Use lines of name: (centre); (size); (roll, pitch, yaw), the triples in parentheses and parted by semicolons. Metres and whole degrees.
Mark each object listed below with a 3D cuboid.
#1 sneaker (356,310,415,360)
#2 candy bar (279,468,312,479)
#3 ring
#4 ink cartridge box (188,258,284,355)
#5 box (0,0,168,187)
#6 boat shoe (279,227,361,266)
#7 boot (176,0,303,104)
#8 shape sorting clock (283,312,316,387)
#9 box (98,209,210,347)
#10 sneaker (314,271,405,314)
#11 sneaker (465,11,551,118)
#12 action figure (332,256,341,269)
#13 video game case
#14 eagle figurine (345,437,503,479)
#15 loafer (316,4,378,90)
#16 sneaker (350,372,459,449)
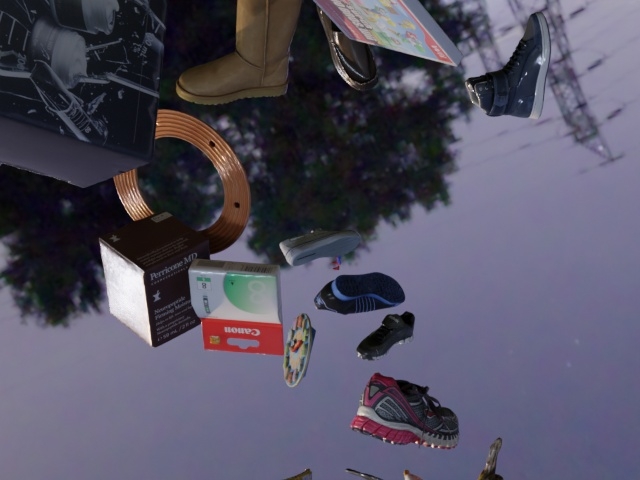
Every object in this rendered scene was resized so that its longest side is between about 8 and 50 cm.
sneaker: (0.184, 0.253, 2.670); (0.078, 0.106, 0.234); (32, -146, 32)
candy bar: (-0.054, 0.539, 2.152); (0.018, 0.040, 0.161); (-8, 175, 22)
ring: (-0.293, -0.122, 2.053); (0.336, 0.336, 0.032); (-17, -163, 33)
ink cartridge box: (-0.168, 0.148, 1.966); (0.181, 0.224, 0.056); (4, -153, 9)
box: (-0.365, -0.277, 1.187); (0.312, 0.343, 0.179); (16, 161, -41)
boat shoe: (0.000, 0.000, 2.505); (0.226, 0.076, 0.083); (-12, 142, -35)
boot: (-0.147, -0.392, 1.779); (0.236, 0.269, 0.089); (-12, -135, -26)
shape sorting clock: (-0.066, 0.301, 2.668); (0.040, 0.206, 0.206); (16, 180, -17)
box: (-0.340, 0.079, 2.028); (0.168, 0.203, 0.167); (-28, -137, -34)
sneaker: (0.087, 0.123, 2.168); (0.232, 0.081, 0.090); (9, 146, -43)
sneaker: (0.394, -0.369, 2.043); (0.163, 0.226, 0.086); (1, -162, -5)
action figure: (0.052, 0.034, 2.714); (0.030, 0.115, 0.038); (10, -136, -10)
video game case: (0.092, -0.390, 1.665); (0.285, 0.204, 0.025); (26, -98, 46)
eagle figurine: (0.186, 0.493, 1.763); (0.298, 0.226, 0.225); (-8, 177, -27)
loafer: (0.054, -0.411, 1.989); (0.080, 0.220, 0.078); (-28, -177, -5)
sneaker: (0.176, 0.316, 1.780); (0.121, 0.112, 0.299); (13, 175, 35)
